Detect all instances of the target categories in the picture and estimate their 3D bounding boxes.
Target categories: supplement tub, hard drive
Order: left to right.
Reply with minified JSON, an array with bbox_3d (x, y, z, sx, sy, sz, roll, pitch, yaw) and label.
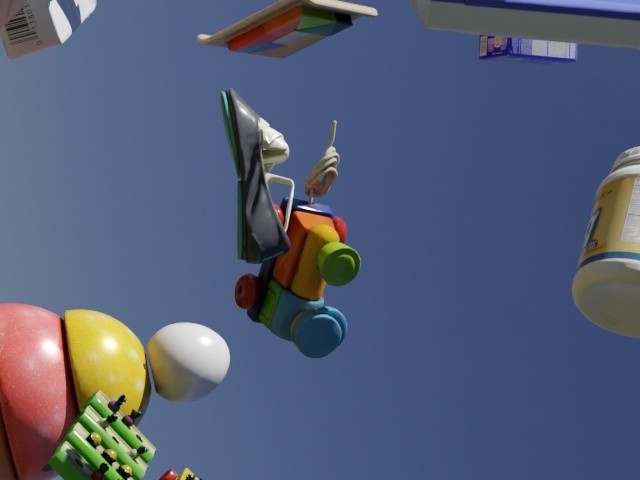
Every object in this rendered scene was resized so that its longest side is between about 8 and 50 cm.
[{"bbox_3d":[0.252,-0.217,1.303,0.210,0.319,0.040,-93,-172,-73],"label":"hard drive"},{"bbox_3d":[0.389,0.001,1.649,0.144,0.144,0.199,113,-2,-59],"label":"supplement tub"}]

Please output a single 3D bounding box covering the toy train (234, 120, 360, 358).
[{"bbox_3d":[0.000,0.000,1.544,0.143,0.105,0.248,41,-64,58],"label":"toy train"}]

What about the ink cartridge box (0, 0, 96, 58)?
[{"bbox_3d":[-0.447,-0.466,2.093,0.385,0.091,0.308,-95,169,-72],"label":"ink cartridge box"}]

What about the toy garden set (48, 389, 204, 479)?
[{"bbox_3d":[-0.215,0.282,1.659,0.204,0.049,0.244,48,8,-7],"label":"toy garden set"}]

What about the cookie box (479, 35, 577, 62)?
[{"bbox_3d":[0.287,-0.267,1.911,0.092,0.107,0.040,-169,-98,-69],"label":"cookie box"}]

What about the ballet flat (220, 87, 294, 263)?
[{"bbox_3d":[-0.065,-0.071,1.485,0.074,0.074,0.203,123,-38,-63],"label":"ballet flat"}]

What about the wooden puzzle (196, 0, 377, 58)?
[{"bbox_3d":[-0.053,-0.352,2.315,0.239,0.221,0.044,-15,-96,33],"label":"wooden puzzle"}]

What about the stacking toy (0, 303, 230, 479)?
[{"bbox_3d":[-0.366,0.207,1.973,0.350,0.480,0.350,169,-90,-84],"label":"stacking toy"}]

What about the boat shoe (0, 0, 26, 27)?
[{"bbox_3d":[-0.429,-0.398,1.774,0.335,0.121,0.119,-55,-132,49],"label":"boat shoe"}]
